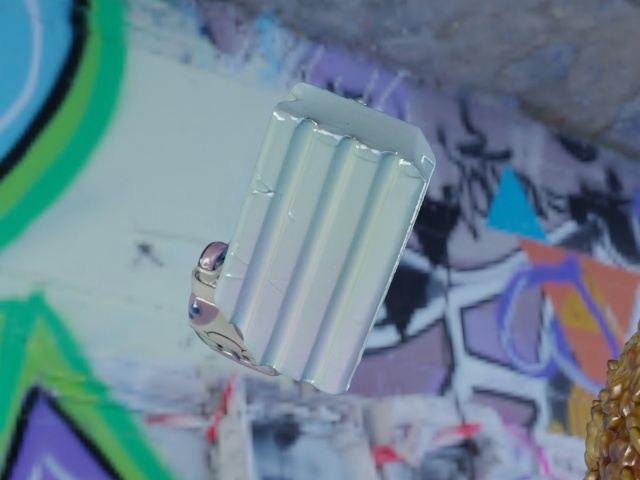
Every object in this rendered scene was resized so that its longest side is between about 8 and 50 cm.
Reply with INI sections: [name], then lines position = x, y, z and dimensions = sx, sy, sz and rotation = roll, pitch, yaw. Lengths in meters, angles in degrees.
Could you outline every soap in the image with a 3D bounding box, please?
[soap]
position = 0.000, 0.000, 1.596
dimensions = 0.172, 0.095, 0.290
rotation = 22, 116, 5

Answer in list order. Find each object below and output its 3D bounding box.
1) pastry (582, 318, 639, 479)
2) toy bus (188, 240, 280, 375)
[pastry]
position = 0.349, 0.124, 1.147
dimensions = 0.245, 0.409, 0.409
rotation = 37, 152, 5
[toy bus]
position = -0.056, 0.063, 1.820
dimensions = 0.142, 0.202, 0.142
rotation = 24, 131, 24
